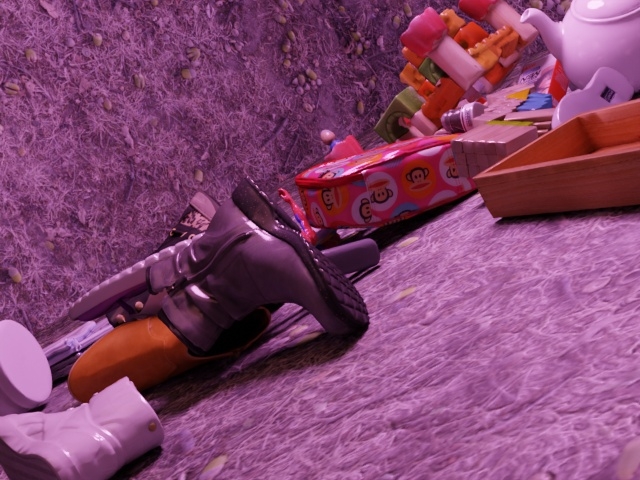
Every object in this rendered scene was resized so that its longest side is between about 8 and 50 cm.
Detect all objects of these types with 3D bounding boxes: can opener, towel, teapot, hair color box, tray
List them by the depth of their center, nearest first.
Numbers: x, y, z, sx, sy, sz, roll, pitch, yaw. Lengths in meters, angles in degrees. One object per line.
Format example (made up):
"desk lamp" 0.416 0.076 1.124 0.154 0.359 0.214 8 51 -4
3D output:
"tray" 0.379 -0.111 1.312 0.203 0.076 0.411 -31 9 -17
"can opener" -0.044 0.035 1.561 0.280 0.093 0.074 -10 -2 -25
"teapot" 0.543 -0.394 1.878 0.256 0.187 0.252 -40 39 -21
"hair color box" 0.427 -0.282 2.033 0.093 0.053 0.167 -20 42 46
"towel" -0.474 0.223 2.230 0.209 0.034 0.285 -26 6 33

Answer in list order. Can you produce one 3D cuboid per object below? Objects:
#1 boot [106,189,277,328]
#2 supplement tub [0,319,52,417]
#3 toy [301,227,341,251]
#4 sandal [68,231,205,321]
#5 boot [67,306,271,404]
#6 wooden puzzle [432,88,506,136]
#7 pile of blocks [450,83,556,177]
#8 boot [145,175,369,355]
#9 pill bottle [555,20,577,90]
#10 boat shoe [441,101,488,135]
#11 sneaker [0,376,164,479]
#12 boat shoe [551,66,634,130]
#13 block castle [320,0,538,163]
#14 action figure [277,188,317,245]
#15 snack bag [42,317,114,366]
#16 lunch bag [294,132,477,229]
"boot" -0.227 0.087 1.832 0.284 0.138 0.377 -45 37 1
"supplement tub" -0.658 0.279 1.930 0.272 0.191 0.191 -27 8 10
"toy" 0.000 0.000 1.933 0.137 0.056 0.237 -20 18 41
"sandal" -0.240 0.071 1.671 0.416 0.102 0.169 -26 -3 28
"boot" -0.227 0.160 1.540 0.295 0.104 0.211 -27 7 -18
"wooden puzzle" 0.258 -0.197 2.077 0.239 0.044 0.221 -32 -15 -38
"pile of blocks" 0.330 -0.164 1.739 0.149 0.112 0.362 -3 22 23
"boot" -0.091 0.078 1.386 0.223 0.118 0.338 -45 39 1
"pill bottle" 0.627 -0.436 2.091 0.334 0.188 0.188 -25 9 18
"boat shoe" 0.290 -0.207 1.920 0.070 0.077 0.219 -8 -13 31
"sneaker" -0.301 0.244 1.304 0.169 0.108 0.293 -31 18 -32
"boat shoe" 0.417 -0.193 1.653 0.267 0.096 0.088 -48 -7 -51
"block castle" 0.205 -0.311 2.116 0.303 0.213 0.453 -37 -12 -40
"action figure" -0.084 -0.038 1.863 0.091 0.139 0.280 -35 17 -7
"snack bag" -0.505 0.202 2.219 0.343 0.037 0.323 -29 4 0
"lunch bag" 0.111 -0.102 1.841 0.293 0.120 0.258 -17 8 -16
